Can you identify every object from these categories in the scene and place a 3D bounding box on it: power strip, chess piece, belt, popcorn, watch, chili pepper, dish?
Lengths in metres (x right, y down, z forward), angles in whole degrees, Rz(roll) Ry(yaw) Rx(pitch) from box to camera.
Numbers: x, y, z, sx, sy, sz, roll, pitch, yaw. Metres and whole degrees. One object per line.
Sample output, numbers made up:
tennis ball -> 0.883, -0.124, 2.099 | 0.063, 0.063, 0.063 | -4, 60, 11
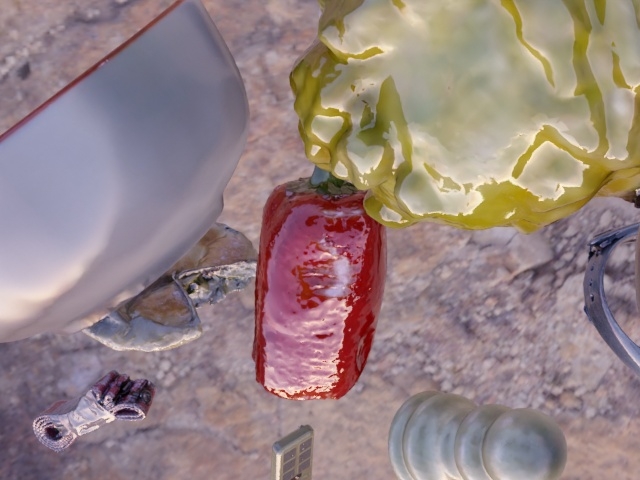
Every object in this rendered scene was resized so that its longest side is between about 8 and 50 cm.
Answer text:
power strip -> -0.045, 0.361, 1.781 | 0.028, 0.076, 0.169 | 44, 148, 32
chess piece -> 0.212, 0.265, 1.437 | 0.251, 0.144, 0.144 | -14, 98, 60
belt -> -0.308, 0.226, 1.484 | 0.232, 0.053, 0.071 | -26, 107, 41
popcorn -> 0.114, -0.101, 0.578 | 0.266, 0.233, 0.192 | -32, 89, 5
watch -> 0.410, 0.061, 1.293 | 0.193, 0.206, 0.068 | 68, 162, 6
chili pepper -> 0.003, 0.002, 1.106 | 0.134, 0.131, 0.338 | 15, 121, 12
dish -> -0.143, -0.027, 0.672 | 0.256, 0.256, 0.117 | -30, 105, 28

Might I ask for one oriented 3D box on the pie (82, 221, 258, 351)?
pie -> -0.259, 0.053, 1.761 | 0.337, 0.337, 0.075 | 15, 127, 21

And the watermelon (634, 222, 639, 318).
watermelon -> 0.334, 0.009, 0.640 | 0.359, 0.279, 0.279 | -36, 87, 45

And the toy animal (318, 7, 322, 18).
toy animal -> 0.115, -0.326, 1.547 | 0.183, 0.310, 0.247 | 22, 84, 16
